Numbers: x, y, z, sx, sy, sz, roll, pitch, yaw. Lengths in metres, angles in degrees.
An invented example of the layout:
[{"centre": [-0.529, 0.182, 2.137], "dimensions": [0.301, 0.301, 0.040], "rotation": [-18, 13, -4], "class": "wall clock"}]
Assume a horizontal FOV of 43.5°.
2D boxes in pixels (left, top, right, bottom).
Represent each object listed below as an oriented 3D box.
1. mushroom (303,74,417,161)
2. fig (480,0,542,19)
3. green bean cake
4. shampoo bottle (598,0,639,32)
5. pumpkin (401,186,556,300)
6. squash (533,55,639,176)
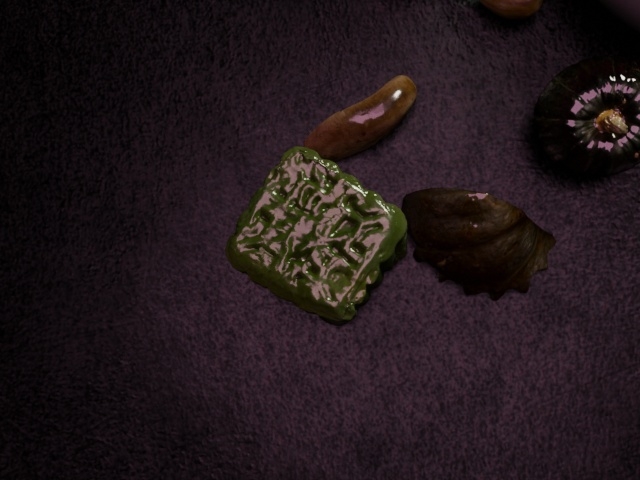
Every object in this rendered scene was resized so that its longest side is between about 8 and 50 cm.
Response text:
[{"centre": [0.072, -0.193, 1.292], "dimensions": [0.209, 0.094, 0.072], "rotation": [-32, 80, -3], "class": "mushroom"}, {"centre": [0.286, -0.394, 1.311], "dimensions": [0.166, 0.093, 0.093], "rotation": [-10, 83, 32], "class": "fig"}, {"centre": [0.000, 0.000, 1.258], "dimensions": [0.248, 0.125, 0.222], "rotation": [33, 87, 7], "class": "green bean cake"}, {"centre": [0.521, -0.453, 1.187], "dimensions": [0.273, 0.273, 0.266], "rotation": [-44, 72, -1], "class": "shampoo bottle"}, {"centre": [0.239, 0.009, 1.230], "dimensions": [0.254, 0.149, 0.130], "rotation": [15, 78, 5], "class": "pumpkin"}, {"centre": [0.426, -0.190, 1.230], "dimensions": [0.193, 0.156, 0.193], "rotation": [3, 97, 26], "class": "squash"}]
